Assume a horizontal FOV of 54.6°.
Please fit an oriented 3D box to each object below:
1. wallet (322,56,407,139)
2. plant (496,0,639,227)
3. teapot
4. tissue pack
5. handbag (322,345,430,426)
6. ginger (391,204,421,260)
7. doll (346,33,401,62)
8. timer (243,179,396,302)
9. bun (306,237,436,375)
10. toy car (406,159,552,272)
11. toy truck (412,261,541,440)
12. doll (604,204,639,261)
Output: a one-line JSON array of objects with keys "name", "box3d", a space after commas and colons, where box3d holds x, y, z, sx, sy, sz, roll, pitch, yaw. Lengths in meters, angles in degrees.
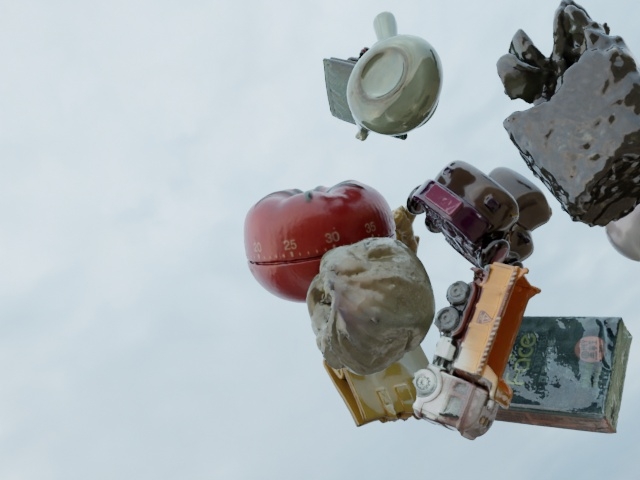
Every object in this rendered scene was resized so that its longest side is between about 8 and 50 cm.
[{"name": "wallet", "box3d": [0.108, -0.338, 1.462, 0.055, 0.236, 0.160, -35, -45, -31]}, {"name": "plant", "box3d": [0.351, -0.168, 0.844, 0.188, 0.276, 0.199, -33, -35, 23]}, {"name": "teapot", "box3d": [0.164, -0.360, 1.281, 0.149, 0.219, 0.319, 26, -109, -51]}, {"name": "tissue pack", "box3d": [0.457, 0.269, 1.280, 0.103, 0.315, 0.228, 51, -128, -30]}, {"name": "handbag", "box3d": [0.213, 0.454, 2.003, 0.400, 0.283, 0.133, 4, -46, -42]}, {"name": "ginger", "box3d": [0.265, 0.015, 1.947, 0.117, 0.065, 0.299, -24, -51, -18]}, {"name": "doll", "box3d": [0.165, -0.444, 1.579, 0.248, 0.088, 0.127, -26, -32, -39]}, {"name": "timer", "box3d": [0.000, 0.000, 1.536, 0.377, 0.378, 0.280, -15, -83, -26]}, {"name": "bun", "box3d": [0.082, 0.125, 1.217, 0.204, 0.281, 0.282, 3, -54, -44]}, {"name": "toy car", "box3d": [0.378, -0.066, 1.402, 0.240, 0.271, 0.340, -48, -38, 2]}, {"name": "toy truck", "box3d": [0.249, 0.171, 0.980, 0.114, 0.135, 0.271, 39, -109, -50]}, {"name": "doll", "box3d": [0.598, -0.052, 1.087, 0.221, 0.221, 0.251, -55, -24, 20]}]
